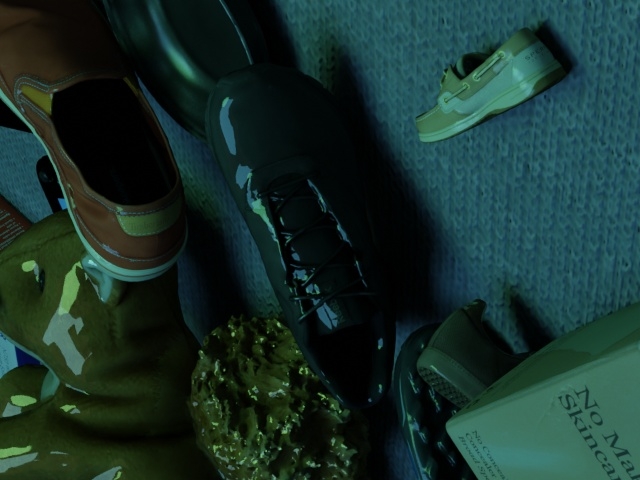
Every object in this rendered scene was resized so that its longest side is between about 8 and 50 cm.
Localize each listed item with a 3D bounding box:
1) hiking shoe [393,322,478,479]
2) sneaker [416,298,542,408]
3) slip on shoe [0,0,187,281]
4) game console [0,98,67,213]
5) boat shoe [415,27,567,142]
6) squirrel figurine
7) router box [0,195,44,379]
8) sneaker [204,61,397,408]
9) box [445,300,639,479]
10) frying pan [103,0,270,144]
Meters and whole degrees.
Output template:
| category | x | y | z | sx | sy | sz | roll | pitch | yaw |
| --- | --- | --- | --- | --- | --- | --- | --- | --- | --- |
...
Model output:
| category | x | y | z | sx | sy | sz | roll | pitch | yaw |
| --- | --- | --- | --- | --- | --- | --- | --- | --- | --- |
| hiking shoe | 0.123 | 0.205 | 1.387 | 0.304 | 0.113 | 0.132 | 66 | 159 | -8 |
| sneaker | 0.158 | 0.118 | 1.297 | 0.188 | 0.071 | 0.066 | 39 | 165 | -16 |
| slip on shoe | -0.199 | -0.124 | 1.499 | 0.331 | 0.123 | 0.101 | 62 | 155 | 22 |
| game console | -0.231 | -0.063 | 1.732 | 0.213 | 0.044 | 0.361 | 14 | 131 | 52 |
| boat shoe | 0.104 | -0.101 | 1.166 | 0.135 | 0.050 | 0.045 | -25 | 94 | 52 |
| squirrel figurine | -0.129 | 0.149 | 1.612 | 0.397 | 0.281 | 0.370 | 2 | 102 | 19 |
| router box | -0.405 | 0.064 | 2.095 | 0.301 | 0.082 | 0.335 | 39 | 148 | 29 |
| sneaker | 0.000 | 0.000 | 1.329 | 0.130 | 0.109 | 0.286 | -104 | -10 | -60 |
| box | 0.222 | 0.112 | 1.121 | 0.148 | 0.121 | 0.311 | 56 | 152 | 2 |
| frying pan | -0.063 | -0.114 | 1.403 | 0.326 | 0.053 | 0.197 | 49 | 153 | 11 |
